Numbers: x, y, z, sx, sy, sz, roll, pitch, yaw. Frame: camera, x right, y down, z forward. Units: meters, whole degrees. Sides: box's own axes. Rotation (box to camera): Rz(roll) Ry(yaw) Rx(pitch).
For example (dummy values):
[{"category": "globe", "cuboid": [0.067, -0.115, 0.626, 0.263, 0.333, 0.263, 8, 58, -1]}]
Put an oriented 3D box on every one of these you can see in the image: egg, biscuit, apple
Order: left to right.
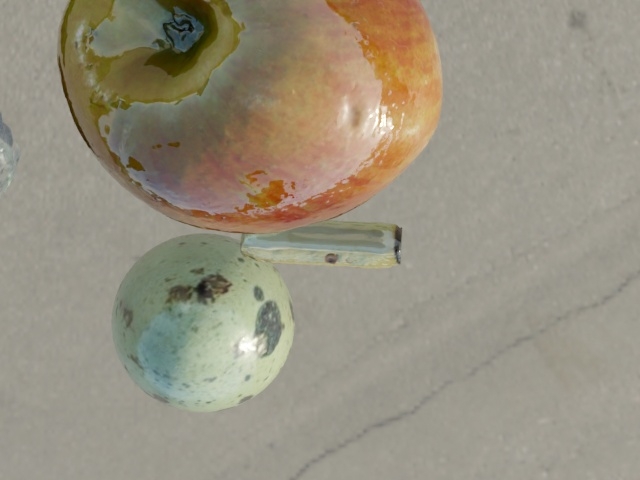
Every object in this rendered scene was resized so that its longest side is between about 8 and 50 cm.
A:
[{"category": "egg", "cuboid": [-0.184, 0.130, 2.003, 0.288, 0.287, 0.379, -5, 178, -2]}, {"category": "apple", "cuboid": [-0.067, -0.139, 1.019, 0.302, 0.301, 0.301, -4, 140, -3]}, {"category": "biscuit", "cuboid": [0.000, 0.000, 1.449, 0.188, 0.052, 0.056, 2, 165, 8]}]

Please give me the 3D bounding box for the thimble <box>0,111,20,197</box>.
[{"category": "thimble", "cuboid": [-0.461, -0.103, 1.448, 0.205, 0.172, 0.236, 27, 157, 20]}]
